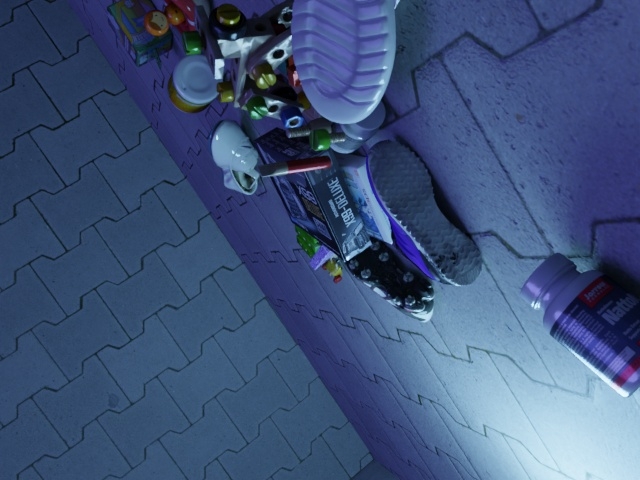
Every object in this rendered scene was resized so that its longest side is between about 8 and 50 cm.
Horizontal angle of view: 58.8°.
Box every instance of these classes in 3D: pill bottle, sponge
[{"bbox_3d":[0.061,-0.209,1.010,0.078,0.078,0.137,56,164,-4],"label":"pill bottle"},{"bbox_3d":[-0.373,-0.447,1.657,0.136,0.136,0.245,58,163,-12],"label":"pill bottle"},{"bbox_3d":[0.037,0.011,1.444,0.031,0.117,0.210,51,164,4],"label":"sponge"},{"bbox_3d":[0.357,0.102,0.738,0.180,0.108,0.108,45,161,30],"label":"pill bottle"}]

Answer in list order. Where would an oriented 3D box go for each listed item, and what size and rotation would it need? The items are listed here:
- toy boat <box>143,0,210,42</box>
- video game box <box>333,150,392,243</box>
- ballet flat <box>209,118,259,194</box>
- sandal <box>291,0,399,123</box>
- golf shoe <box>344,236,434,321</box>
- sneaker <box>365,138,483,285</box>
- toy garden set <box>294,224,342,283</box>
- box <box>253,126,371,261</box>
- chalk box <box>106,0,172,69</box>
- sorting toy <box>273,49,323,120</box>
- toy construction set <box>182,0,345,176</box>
[{"bbox_3d":[-0.360,-0.553,1.384,0.151,0.151,0.231,52,164,8],"label":"toy boat"},{"bbox_3d":[0.080,-0.099,1.231,0.205,0.048,0.187,26,145,60],"label":"video game box"},{"bbox_3d":[-0.248,-0.247,1.765,0.139,0.139,0.400,52,168,11],"label":"ballet flat"},{"bbox_3d":[0.047,-0.351,0.755,0.169,0.102,0.416,27,138,30],"label":"sandal"},{"bbox_3d":[0.152,0.095,1.323,0.273,0.105,0.120,43,167,37],"label":"golf shoe"},{"bbox_3d":[0.159,-0.038,1.029,0.293,0.102,0.146,56,164,-6],"label":"sneaker"},{"bbox_3d":[0.000,0.000,1.659,0.204,0.049,0.244,49,162,25],"label":"toy garden set"},{"bbox_3d":[-0.025,-0.114,1.283,0.307,0.076,0.243,37,156,58],"label":"box"},{"bbox_3d":[-0.552,-0.645,1.787,0.213,0.132,0.132,56,163,-8],"label":"chalk box"},{"bbox_3d":[-0.063,-0.331,1.172,0.347,0.047,0.196,45,161,31],"label":"sorting toy"},{"bbox_3d":[-0.110,-0.259,0.953,0.257,0.237,0.309,-13,90,62],"label":"toy construction set"}]
